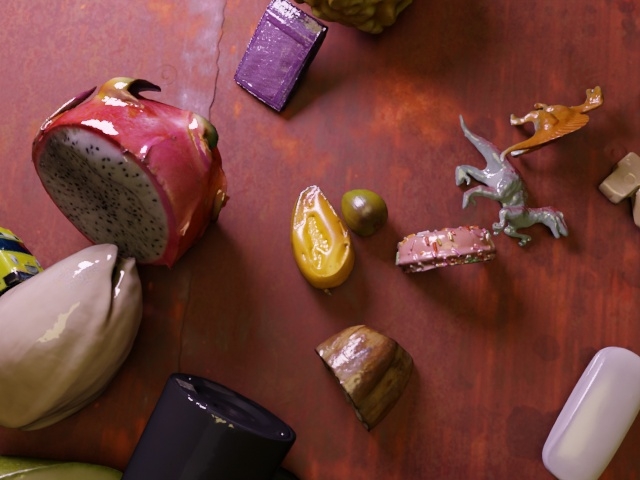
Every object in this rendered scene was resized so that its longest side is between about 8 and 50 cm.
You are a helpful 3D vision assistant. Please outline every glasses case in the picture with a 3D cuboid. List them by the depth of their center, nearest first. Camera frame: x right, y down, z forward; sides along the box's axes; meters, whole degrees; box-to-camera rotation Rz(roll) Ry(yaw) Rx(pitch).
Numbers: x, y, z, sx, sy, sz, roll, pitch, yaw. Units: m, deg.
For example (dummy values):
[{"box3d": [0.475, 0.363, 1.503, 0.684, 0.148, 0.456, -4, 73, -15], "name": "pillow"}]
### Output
[{"box3d": [0.437, 0.278, 0.946, 0.092, 0.059, 0.233, 31, 83, 6], "name": "glasses case"}]

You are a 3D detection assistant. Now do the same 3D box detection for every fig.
[{"box3d": [0.068, -0.051, 0.993, 0.074, 0.074, 0.088, -40, 61, -6], "name": "fig"}]

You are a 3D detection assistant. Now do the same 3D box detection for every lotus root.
[{"box3d": [0.072, 0.203, 0.943, 0.159, 0.095, 0.135, 44, 80, 0], "name": "lotus root"}]

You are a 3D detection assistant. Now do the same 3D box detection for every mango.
[{"box3d": [0.000, 0.000, 0.987, 0.101, 0.066, 0.187, -18, 77, 5], "name": "mango"}]

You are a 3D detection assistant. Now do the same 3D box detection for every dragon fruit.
[{"box3d": [-0.265, -0.108, 0.912, 0.291, 0.290, 0.189, 33, 52, 5], "name": "dragon fruit"}]

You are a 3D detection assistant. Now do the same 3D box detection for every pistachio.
[{"box3d": [-0.385, 0.142, 0.887, 0.208, 0.226, 0.332, 34, 107, -29], "name": "pistachio"}]

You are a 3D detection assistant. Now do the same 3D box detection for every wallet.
[{"box3d": [-0.071, -0.317, 1.017, 0.111, 0.030, 0.165, 33, 110, 4], "name": "wallet"}]

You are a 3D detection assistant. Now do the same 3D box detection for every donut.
[{"box3d": [0.205, 0.013, 0.959, 0.166, 0.117, 0.065, -9, 86, -2], "name": "donut"}]

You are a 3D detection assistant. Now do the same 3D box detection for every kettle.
[{"box3d": [-0.181, 0.384, 0.887, 0.203, 0.262, 0.307, 23, 83, 37], "name": "kettle"}]

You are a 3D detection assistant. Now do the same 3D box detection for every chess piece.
[{"box3d": [0.561, -0.052, 0.994, 0.090, 0.090, 0.200, -38, 72, -5], "name": "chess piece"}]

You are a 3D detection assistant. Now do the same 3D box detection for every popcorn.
[{"box3d": [0.054, -0.474, 0.975, 0.258, 0.224, 0.270, 20, 46, -1], "name": "popcorn"}]

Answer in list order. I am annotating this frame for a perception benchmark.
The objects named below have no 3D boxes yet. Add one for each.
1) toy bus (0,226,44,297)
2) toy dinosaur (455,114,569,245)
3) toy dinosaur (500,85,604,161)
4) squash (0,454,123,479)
[{"box3d": [-0.580, 0.087, 0.941, 0.262, 0.128, 0.150, -33, 83, -4], "name": "toy bus"}, {"box3d": [0.306, -0.105, 1.008, 0.168, 0.053, 0.242, -14, 81, -3], "name": "toy dinosaur"}, {"box3d": [0.385, -0.181, 0.987, 0.142, 0.057, 0.212, -7, 37, 34], "name": "toy dinosaur"}, {"box3d": [-0.410, 0.410, 0.861, 0.261, 0.189, 0.189, 8, 81, 3], "name": "squash"}]
